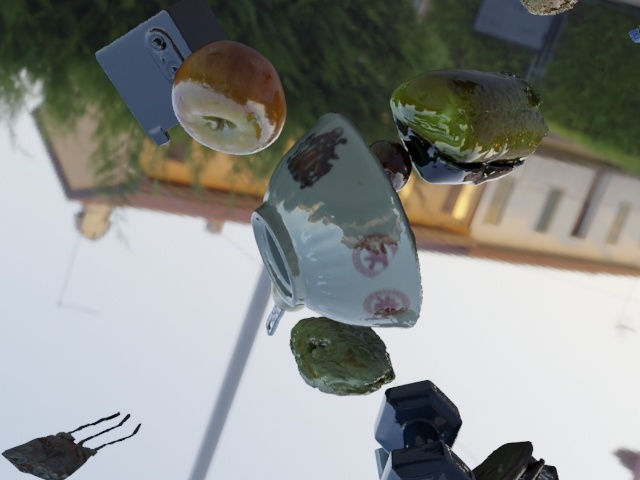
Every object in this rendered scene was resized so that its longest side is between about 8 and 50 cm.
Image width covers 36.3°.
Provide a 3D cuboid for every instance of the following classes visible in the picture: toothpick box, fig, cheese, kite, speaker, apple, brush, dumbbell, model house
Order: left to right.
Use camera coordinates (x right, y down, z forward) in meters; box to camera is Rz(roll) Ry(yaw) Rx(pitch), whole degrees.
[{"bbox_3d":[-0.380,0.324,1.544,0.127,0.016,0.229,23,-155,34],"label":"kite"},{"bbox_3d":[-0.326,-0.381,2.192,0.254,0.232,0.184,59,-148,-15],"label":"speaker"},{"bbox_3d":[-0.166,-0.272,1.816,0.210,0.173,0.235,11,153,6],"label":"apple"},{"bbox_3d":[-0.070,0.125,2.211,0.071,0.249,0.163,11,-163,-23],"label":"cheese"},{"bbox_3d":[0.133,-0.165,1.990,0.103,0.109,0.155,-10,-140,7],"label":"fig"},{"bbox_3d":[0.168,0.571,2.480,0.052,0.052,0.083,11,-121,-39],"label":"toothpick box"},{"bbox_3d":[0.167,0.355,1.607,0.160,0.144,0.325,-12,-167,5],"label":"dumbbell"},{"bbox_3d":[0.328,0.455,1.681,0.164,0.203,0.141,49,-178,-12],"label":"model house"},{"bbox_3d":[0.670,-0.412,1.944,0.178,0.033,0.030,-15,169,-44],"label":"brush"}]

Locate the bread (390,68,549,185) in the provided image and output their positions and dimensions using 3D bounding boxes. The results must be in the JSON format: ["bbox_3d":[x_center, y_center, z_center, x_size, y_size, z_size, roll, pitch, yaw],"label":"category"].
[{"bbox_3d":[0.324,-0.254,2.095,0.376,0.208,0.251,-10,-110,-49],"label":"bread"}]

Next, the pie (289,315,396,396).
[{"bbox_3d":[0.048,0.208,1.836,0.201,0.090,0.248,8,-158,-16],"label":"pie"}]

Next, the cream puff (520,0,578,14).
[{"bbox_3d":[0.438,-0.475,1.819,0.104,0.133,0.119,41,174,-14],"label":"cream puff"}]

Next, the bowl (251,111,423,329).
[{"bbox_3d":[0.000,0.000,1.404,0.157,0.337,0.337,-22,-154,-15],"label":"bowl"}]
